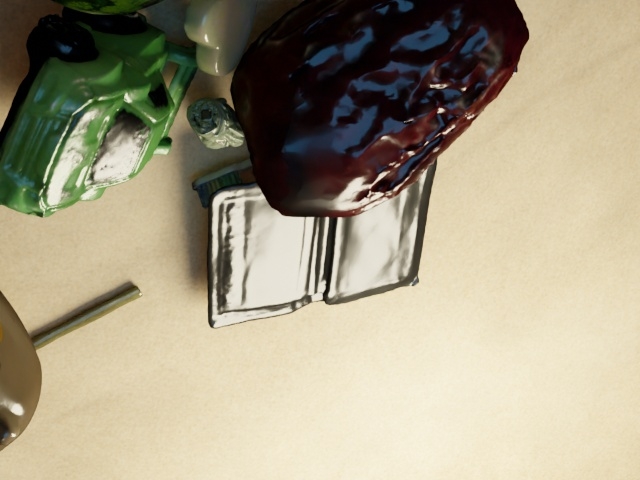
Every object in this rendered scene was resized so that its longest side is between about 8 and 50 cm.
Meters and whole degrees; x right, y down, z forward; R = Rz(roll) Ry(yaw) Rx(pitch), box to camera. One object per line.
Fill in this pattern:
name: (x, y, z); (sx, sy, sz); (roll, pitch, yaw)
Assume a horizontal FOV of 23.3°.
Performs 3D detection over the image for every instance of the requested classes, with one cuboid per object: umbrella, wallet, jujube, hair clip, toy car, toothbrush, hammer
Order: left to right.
hammer: (-0.323, 0.113, 2.031); (0.199, 0.013, 0.062); (-27, 128, -4)
toy car: (-0.251, -0.146, 1.737); (0.176, 0.358, 0.213); (26, 109, -4)
umbrella: (-0.127, -0.144, 1.886); (0.067, 0.143, 0.062); (27, 89, 10)
hair clip: (-0.114, -0.300, 1.794); (0.159, 0.071, 0.218); (-29, 124, -53)
wallet: (0.000, 0.000, 2.060); (0.323, 0.041, 0.247); (-11, 133, -20)
toothbrush: (0.032, -0.136, 2.004); (0.418, 0.040, 0.042); (-22, 167, -10)
jujube: (0.060, -0.190, 1.860); (0.377, 0.258, 0.258); (-40, 128, -1)

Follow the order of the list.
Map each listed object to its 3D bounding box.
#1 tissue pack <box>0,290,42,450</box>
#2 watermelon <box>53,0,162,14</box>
tissue pack: (-0.508, 0.115, 1.794); (0.267, 0.277, 0.387); (-33, 127, 3)
watermelon: (-0.214, -0.369, 1.559); (0.285, 0.285, 0.285); (-11, 125, -16)
